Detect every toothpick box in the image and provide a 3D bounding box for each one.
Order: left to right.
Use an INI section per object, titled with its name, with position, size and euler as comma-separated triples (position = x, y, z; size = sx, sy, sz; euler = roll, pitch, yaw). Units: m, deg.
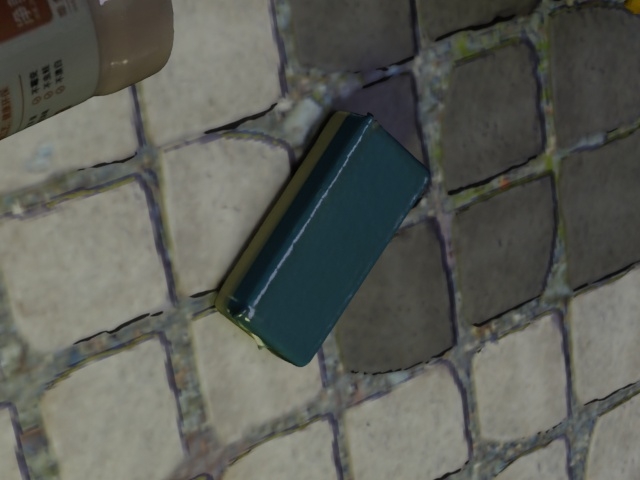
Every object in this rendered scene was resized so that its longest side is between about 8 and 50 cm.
[toothpick box]
position = -0.143, -0.079, 0.550
size = 0.149, 0.098, 0.098
euler = -29, 119, -28

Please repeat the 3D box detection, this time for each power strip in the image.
[power strip]
position = 0.000, 0.000, 0.719
size = 0.056, 0.032, 0.123
euler = 40, 79, -36

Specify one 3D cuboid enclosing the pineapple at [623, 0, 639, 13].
[pineapple]
position = 0.208, -0.170, 0.671
size = 0.161, 0.158, 0.334
euler = 67, 20, 8
